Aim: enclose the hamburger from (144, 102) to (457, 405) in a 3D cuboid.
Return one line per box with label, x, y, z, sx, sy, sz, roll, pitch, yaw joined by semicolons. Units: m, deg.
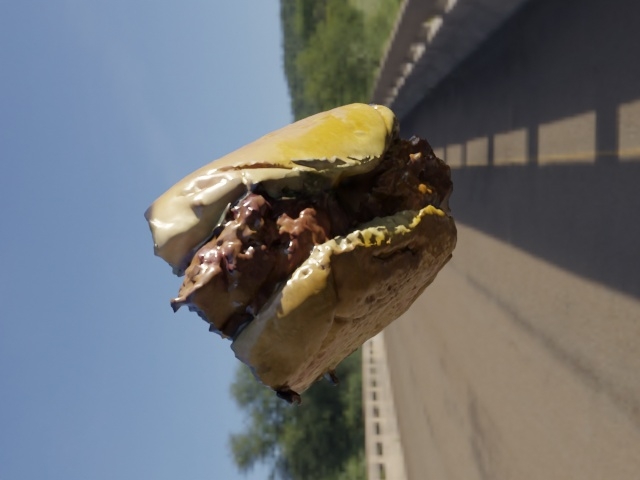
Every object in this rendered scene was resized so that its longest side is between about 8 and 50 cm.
hamburger;0.000;0.000;0.738;0.245;0.155;0.282;-42;-11;-15
